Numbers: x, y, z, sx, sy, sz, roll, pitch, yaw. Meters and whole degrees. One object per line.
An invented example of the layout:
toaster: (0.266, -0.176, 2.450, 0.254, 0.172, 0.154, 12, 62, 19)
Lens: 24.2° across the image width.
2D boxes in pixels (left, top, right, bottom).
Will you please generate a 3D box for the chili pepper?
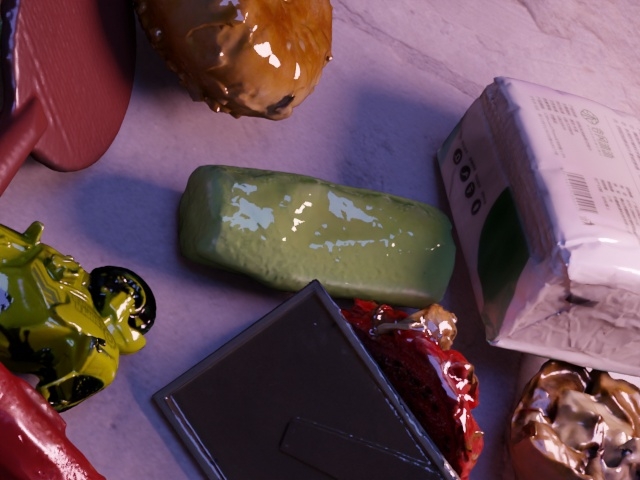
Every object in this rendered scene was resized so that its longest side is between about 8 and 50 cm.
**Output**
chili pepper: (-0.331, 0.177, 1.469, 0.387, 0.110, 0.110, 47, 49, -21)

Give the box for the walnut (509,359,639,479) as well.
walnut: (0.316, 0.257, 1.854, 0.238, 0.141, 0.204, -5, 49, -38)

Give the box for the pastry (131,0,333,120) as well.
pastry: (-0.118, -0.294, 1.843, 0.284, 0.184, 0.316, 24, 54, -53)

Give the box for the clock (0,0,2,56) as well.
clock: (-0.340, -0.286, 1.763, 0.144, 0.103, 0.231, 34, 53, -20)

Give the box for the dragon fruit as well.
dragon fruit: (0.122, 0.166, 1.738, 0.152, 0.205, 0.317, -28, 83, -40)

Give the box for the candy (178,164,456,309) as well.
candy: (0.000, 0.000, 1.807, 0.343, 0.132, 0.142, 12, 84, -24)

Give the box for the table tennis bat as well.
table tennis bat: (-0.295, -0.183, 1.654, 0.415, 0.051, 0.268, -68, 152, -46)

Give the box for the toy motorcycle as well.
toy motorcycle: (-0.332, 0.065, 1.561, 0.342, 0.142, 0.206, 26, 37, -23)

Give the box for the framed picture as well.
framed picture: (-0.006, 0.233, 1.649, 0.232, 0.024, 0.315, -35, 84, 2)

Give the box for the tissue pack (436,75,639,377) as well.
tissue pack: (0.325, -0.015, 1.927, 0.266, 0.194, 0.356, 14, 41, -24)
